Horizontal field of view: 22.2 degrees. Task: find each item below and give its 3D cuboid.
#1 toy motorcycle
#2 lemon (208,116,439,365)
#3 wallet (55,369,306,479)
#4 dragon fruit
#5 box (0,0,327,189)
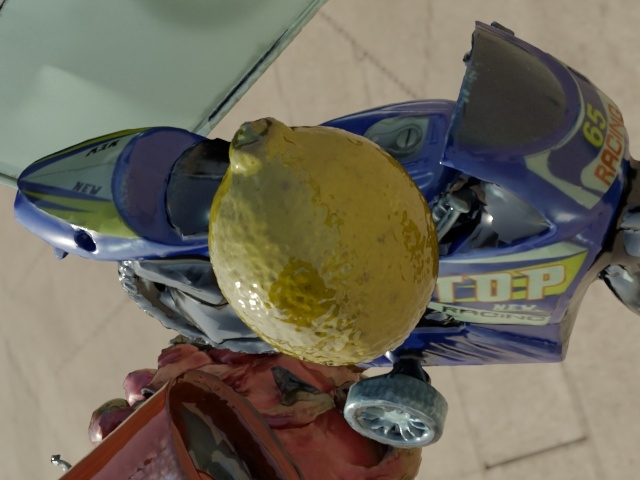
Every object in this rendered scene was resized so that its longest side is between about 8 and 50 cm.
[{"bbox_3d":[0.027,-0.008,0.631,0.169,0.315,0.113,51,-135,-44],"label":"toy motorcycle"},{"bbox_3d":[0.000,0.000,0.456,0.083,0.062,0.062,56,168,-28],"label":"lemon"},{"bbox_3d":[-0.062,0.143,0.402,0.204,0.045,0.142,-40,72,29],"label":"wallet"},{"bbox_3d":[-0.035,0.191,1.031,0.250,0.269,0.291,82,-157,-79],"label":"dragon fruit"},{"bbox_3d":[-0.093,-0.118,0.767,0.225,0.129,0.086,-44,37,37],"label":"box"}]
